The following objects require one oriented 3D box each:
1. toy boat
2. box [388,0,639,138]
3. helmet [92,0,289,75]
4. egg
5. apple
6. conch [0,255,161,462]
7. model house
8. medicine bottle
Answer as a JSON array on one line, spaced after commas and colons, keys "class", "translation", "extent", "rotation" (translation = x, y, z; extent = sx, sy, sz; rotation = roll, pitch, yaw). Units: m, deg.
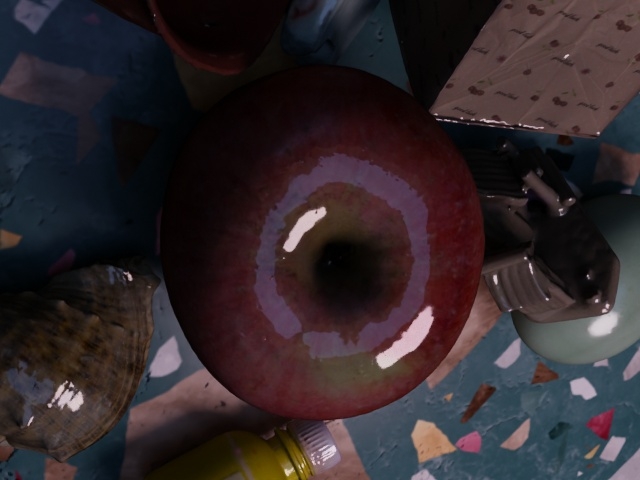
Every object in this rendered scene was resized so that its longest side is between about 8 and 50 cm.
[{"class": "toy boat", "translation": [0.021, -0.269, 1.058], "extent": [0.079, 0.134, 0.208], "rotation": [33, 96, 13]}, {"class": "box", "translation": [0.233, -0.263, 1.023], "extent": [0.225, 0.190, 0.297], "rotation": [3, 146, -22]}, {"class": "helmet", "translation": [-0.142, -0.325, 0.866], "extent": [0.230, 0.385, 0.337], "rotation": [19, 108, 14]}, {"class": "egg", "translation": [0.326, 0.045, 1.270], "extent": [0.231, 0.168, 0.168], "rotation": [-45, 120, -7]}, {"class": "apple", "translation": [0.000, 0.000, 1.053], "extent": [0.344, 0.269, 0.345], "rotation": [-1, 101, -5]}, {"class": "conch", "translation": [-0.271, 0.135, 1.068], "extent": [0.291, 0.159, 0.210], "rotation": [-32, 117, -10]}, {"class": "model house", "translation": [0.207, -0.018, 1.163], "extent": [0.122, 0.229, 0.188], "rotation": [-41, 138, 25]}, {"class": "medicine bottle", "translation": [-0.083, 0.273, 1.219], "extent": [0.212, 0.122, 0.122], "rotation": [-27, 118, -10]}]
